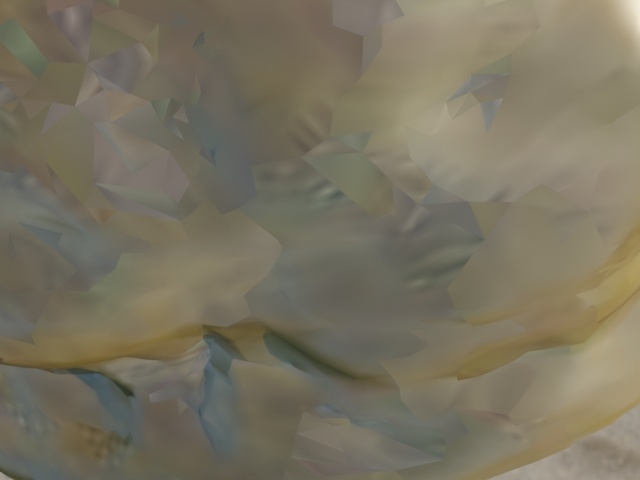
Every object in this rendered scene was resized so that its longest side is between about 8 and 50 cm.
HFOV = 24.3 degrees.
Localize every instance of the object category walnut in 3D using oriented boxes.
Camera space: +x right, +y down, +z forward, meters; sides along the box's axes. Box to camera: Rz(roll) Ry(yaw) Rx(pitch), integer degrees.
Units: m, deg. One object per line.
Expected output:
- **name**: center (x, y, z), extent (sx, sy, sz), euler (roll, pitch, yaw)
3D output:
- **walnut**: center (-0.014, -0.093, 0.492), extent (0.384, 0.383, 0.383), euler (2, 139, 2)
